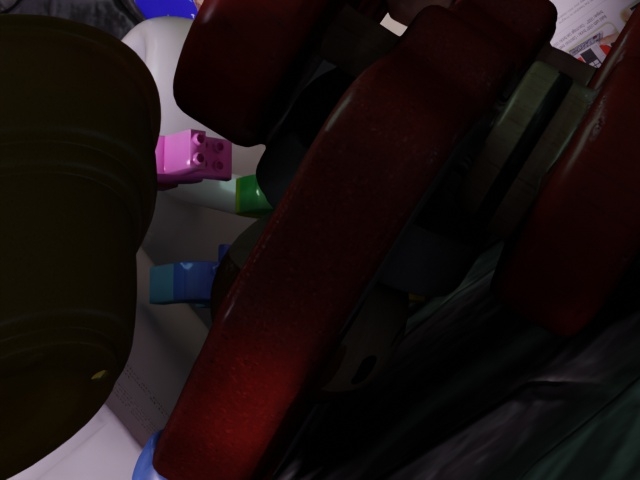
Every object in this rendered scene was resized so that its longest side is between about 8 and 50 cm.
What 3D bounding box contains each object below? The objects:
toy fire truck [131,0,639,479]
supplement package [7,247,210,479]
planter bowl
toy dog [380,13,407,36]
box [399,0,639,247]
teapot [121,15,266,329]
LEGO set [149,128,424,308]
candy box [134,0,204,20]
[{"bbox_3d":[0.020,-0.001,0.709,0.254,0.169,0.302,-62,-4,21],"label":"toy fire truck"},{"bbox_3d":[-0.161,0.087,0.890,0.177,0.175,0.293,-40,5,7],"label":"supplement package"},{"bbox_3d":[-0.131,0.029,0.610,0.217,0.090,0.217,-27,-24,-13],"label":"planter bowl"},{"bbox_3d":[0.163,-0.259,1.088,0.408,0.284,0.395,-34,32,-17],"label":"toy dog"},{"bbox_3d":[0.125,-0.095,0.880,0.207,0.114,0.036,-35,6,27],"label":"box"},{"bbox_3d":[-0.067,-0.012,1.156,0.252,0.187,0.256,-57,21,35],"label":"teapot"},{"bbox_3d":[0.000,0.000,0.921,0.227,0.087,0.093,6,-10,-37],"label":"LEGO set"},{"bbox_3d":[-0.010,-0.160,1.485,0.122,0.268,0.317,-36,5,-19],"label":"candy box"}]
